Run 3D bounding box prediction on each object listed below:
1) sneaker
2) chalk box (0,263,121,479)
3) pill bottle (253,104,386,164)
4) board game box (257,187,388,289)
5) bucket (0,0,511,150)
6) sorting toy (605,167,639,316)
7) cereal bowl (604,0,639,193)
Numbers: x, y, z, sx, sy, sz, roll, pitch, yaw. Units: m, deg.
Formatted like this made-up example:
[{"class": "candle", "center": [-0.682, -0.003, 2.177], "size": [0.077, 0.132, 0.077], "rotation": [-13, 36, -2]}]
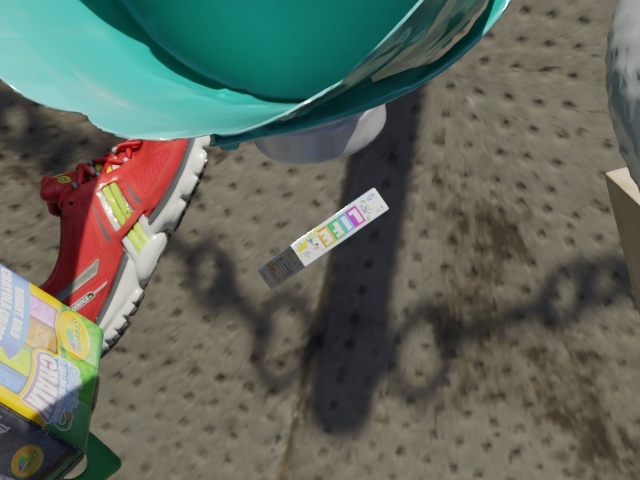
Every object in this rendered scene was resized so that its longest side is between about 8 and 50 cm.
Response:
[{"class": "sneaker", "center": [-0.171, -0.039, 1.272], "size": [0.118, 0.107, 0.279], "rotation": [26, 87, -9]}, {"class": "chalk box", "center": [-0.237, 0.109, 1.056], "size": [0.213, 0.132, 0.132], "rotation": [36, 118, -25]}, {"class": "pill bottle", "center": [-0.020, -0.164, 1.046], "size": [0.119, 0.119, 0.209], "rotation": [-9, 127, 6]}, {"class": "board game box", "center": [0.000, 0.000, 1.525], "size": [0.103, 0.154, 0.026], "rotation": [-35, 90, -17]}, {"class": "bucket", "center": [-0.032, -0.181, 0.686], "size": [0.281, 0.183, 0.281], "rotation": [1, 95, 16]}, {"class": "sorting toy", "center": [0.385, 0.068, 1.509], "size": [0.089, 0.257, 0.256], "rotation": [-18, 109, 0]}, {"class": "cereal bowl", "center": [0.270, -0.014, 0.731], "size": [0.339, 0.339, 0.141], "rotation": [35, 121, 0]}]
